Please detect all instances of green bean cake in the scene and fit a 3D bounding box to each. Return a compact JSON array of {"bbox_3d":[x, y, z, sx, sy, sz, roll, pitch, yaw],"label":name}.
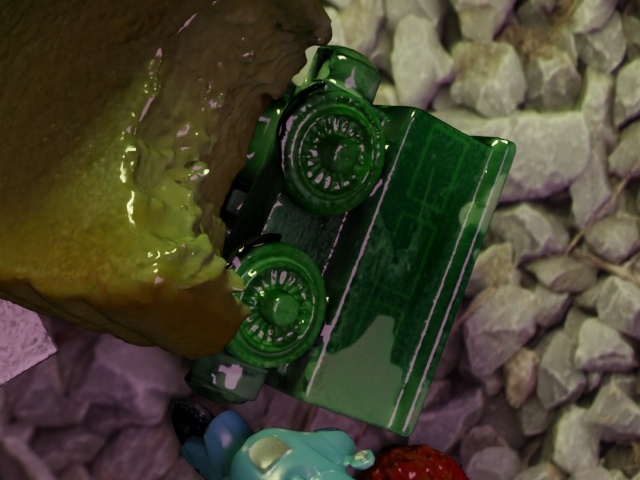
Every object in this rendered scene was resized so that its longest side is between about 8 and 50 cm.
[{"bbox_3d":[-0.114,-0.062,0.675,0.124,0.232,0.236,39,65,-56],"label":"green bean cake"}]

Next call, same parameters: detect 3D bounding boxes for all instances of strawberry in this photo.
[{"bbox_3d":[0.083,0.261,0.911,0.121,0.082,0.188,-2,93,-32],"label":"strawberry"}]

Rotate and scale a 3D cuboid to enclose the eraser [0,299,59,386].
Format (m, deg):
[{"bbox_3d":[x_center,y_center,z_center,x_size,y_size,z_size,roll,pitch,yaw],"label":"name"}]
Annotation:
[{"bbox_3d":[-0.262,0.067,0.730,0.150,0.023,0.104,-32,109,-23],"label":"eraser"}]

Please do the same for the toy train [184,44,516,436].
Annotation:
[{"bbox_3d":[0.000,0.000,0.801,0.201,0.145,0.266,24,84,-32],"label":"toy train"}]

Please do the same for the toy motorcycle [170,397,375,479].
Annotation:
[{"bbox_3d":[-0.013,0.233,0.797,0.123,0.182,0.272,-36,112,-31],"label":"toy motorcycle"}]
